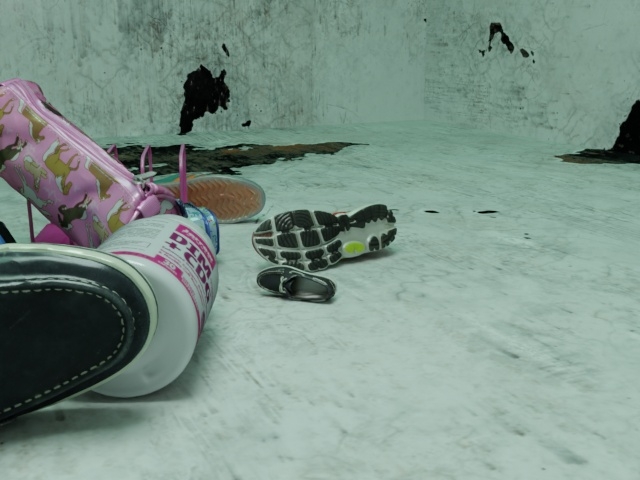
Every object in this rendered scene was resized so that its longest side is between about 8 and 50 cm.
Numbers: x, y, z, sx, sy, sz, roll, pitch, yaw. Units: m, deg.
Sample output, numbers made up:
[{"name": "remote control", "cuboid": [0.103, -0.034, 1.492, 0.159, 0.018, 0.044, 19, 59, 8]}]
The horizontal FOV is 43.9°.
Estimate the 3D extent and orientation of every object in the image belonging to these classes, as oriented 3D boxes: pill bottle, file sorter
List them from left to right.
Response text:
[{"name": "file sorter", "cuboid": [-0.394, -0.084, 1.504, 0.291, 0.182, 0.202, -2, 15, -7]}, {"name": "pill bottle", "cuboid": [-0.210, 0.061, 0.967, 0.161, 0.160, 0.283, -1, 14, 0]}]

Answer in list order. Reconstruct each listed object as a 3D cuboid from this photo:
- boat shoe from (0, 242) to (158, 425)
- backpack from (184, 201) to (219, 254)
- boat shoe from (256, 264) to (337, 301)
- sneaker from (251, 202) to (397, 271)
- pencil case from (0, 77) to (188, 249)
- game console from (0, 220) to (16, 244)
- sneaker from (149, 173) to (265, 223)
[{"name": "boat shoe", "cuboid": [-0.394, 0.124, 0.713, 0.501, 0.186, 0.156, -10, 21, -15]}, {"name": "backpack", "cuboid": [-0.218, -0.009, 1.359, 0.084, 0.104, 0.114, -8, 21, -23]}, {"name": "boat shoe", "cuboid": [-0.039, 0.067, 1.181, 0.125, 0.046, 0.038, 11, 12, 12]}, {"name": "sneaker", "cuboid": [0.000, 0.000, 1.390, 0.279, 0.107, 0.118, -5, -4, -30]}, {"name": "pencil case", "cuboid": [-0.400, -0.107, 1.277, 0.386, 0.167, 0.160, 36, -1, 20]}, {"name": "game console", "cuboid": [-0.416, -0.004, 1.019, 0.250, 0.173, 0.293, 1, 14, 4]}, {"name": "sneaker", "cuboid": [-0.262, -0.101, 1.713, 0.302, 0.108, 0.121, 0, 19, 6]}]
